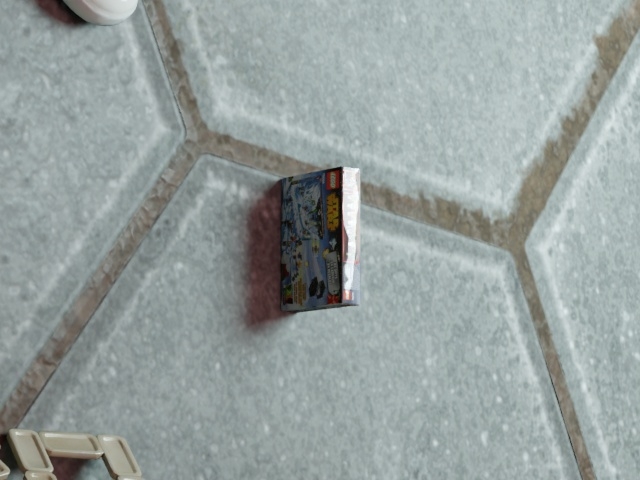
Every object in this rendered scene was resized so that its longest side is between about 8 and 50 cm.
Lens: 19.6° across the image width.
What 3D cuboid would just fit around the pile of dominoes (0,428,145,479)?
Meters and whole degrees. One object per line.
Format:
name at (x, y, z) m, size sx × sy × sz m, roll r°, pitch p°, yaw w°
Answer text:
pile of dominoes at (-0.219, 0.250, 1.554) m, size 0.196 × 0.251 × 0.040 m, roll 9°, pitch 118°, yaw -32°

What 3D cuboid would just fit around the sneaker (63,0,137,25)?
sneaker at (-0.208, -0.342, 1.683) m, size 0.106 × 0.123 × 0.290 m, roll -19°, pitch 98°, yaw -43°

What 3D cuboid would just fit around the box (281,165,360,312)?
box at (0.000, 0.000, 1.837) m, size 0.027 × 0.094 × 0.137 m, roll 7°, pitch 80°, yaw -40°
